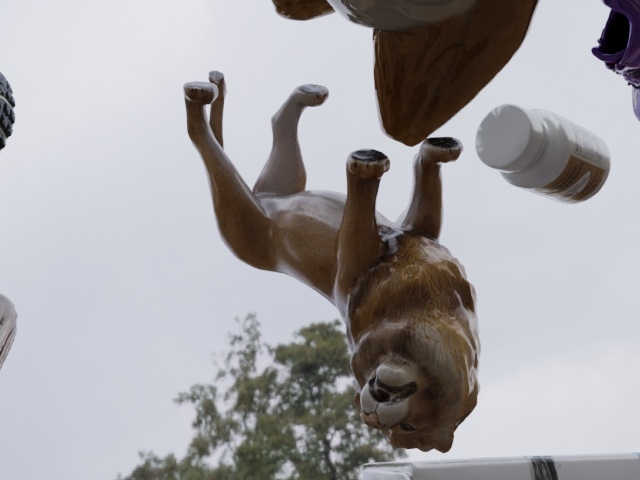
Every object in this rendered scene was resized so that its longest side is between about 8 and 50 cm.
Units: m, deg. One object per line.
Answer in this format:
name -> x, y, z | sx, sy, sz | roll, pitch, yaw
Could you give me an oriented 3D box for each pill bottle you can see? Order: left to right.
pill bottle -> 0.359, -0.141, 1.205 | 0.229, 0.131, 0.131 | 12, -50, -42

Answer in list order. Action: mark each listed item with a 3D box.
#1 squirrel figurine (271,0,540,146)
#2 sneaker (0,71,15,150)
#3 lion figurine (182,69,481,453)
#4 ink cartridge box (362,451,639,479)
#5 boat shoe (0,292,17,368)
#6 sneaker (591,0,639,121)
squirrel figurine -> 0.076, -0.360, 0.635 | 0.397, 0.371, 0.281 | -41, -52, 22
sneaker -> -0.519, -0.118, 0.977 | 0.122, 0.283, 0.110 | 23, -14, 20
lion figurine -> 0.000, 0.000, 0.682 | 0.142, 0.392, 0.240 | -17, -55, -31
ink cartridge box -> 0.260, 0.406, 0.895 | 0.394, 0.286, 0.166 | 4, -17, -18
boat shoe -> -0.367, 0.182, 0.626 | 0.123, 0.324, 0.116 | 17, -36, 15
sneaker -> 0.264, -0.159, 0.626 | 0.071, 0.068, 0.170 | -28, -44, 7
